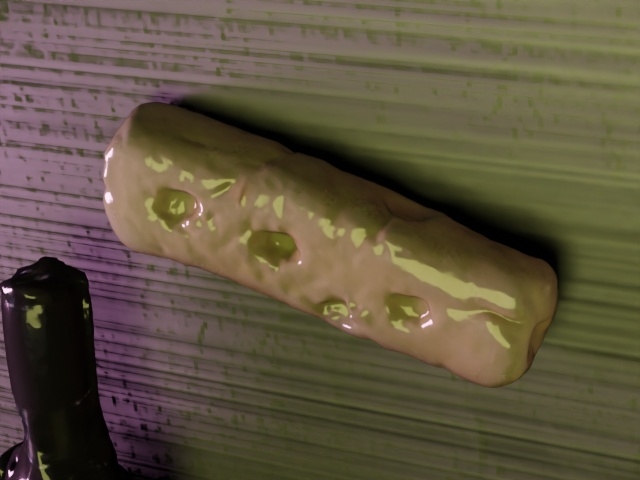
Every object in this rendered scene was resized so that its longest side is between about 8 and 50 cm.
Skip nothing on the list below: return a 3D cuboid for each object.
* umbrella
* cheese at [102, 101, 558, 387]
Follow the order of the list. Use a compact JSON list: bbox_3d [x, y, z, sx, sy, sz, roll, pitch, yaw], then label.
[{"bbox_3d":[-0.120,0.164,0.672,0.118,0.118,0.340,12,121,19],"label":"umbrella"},{"bbox_3d":[0.000,0.000,0.555,0.194,0.043,0.065,22,121,15],"label":"cheese"}]
